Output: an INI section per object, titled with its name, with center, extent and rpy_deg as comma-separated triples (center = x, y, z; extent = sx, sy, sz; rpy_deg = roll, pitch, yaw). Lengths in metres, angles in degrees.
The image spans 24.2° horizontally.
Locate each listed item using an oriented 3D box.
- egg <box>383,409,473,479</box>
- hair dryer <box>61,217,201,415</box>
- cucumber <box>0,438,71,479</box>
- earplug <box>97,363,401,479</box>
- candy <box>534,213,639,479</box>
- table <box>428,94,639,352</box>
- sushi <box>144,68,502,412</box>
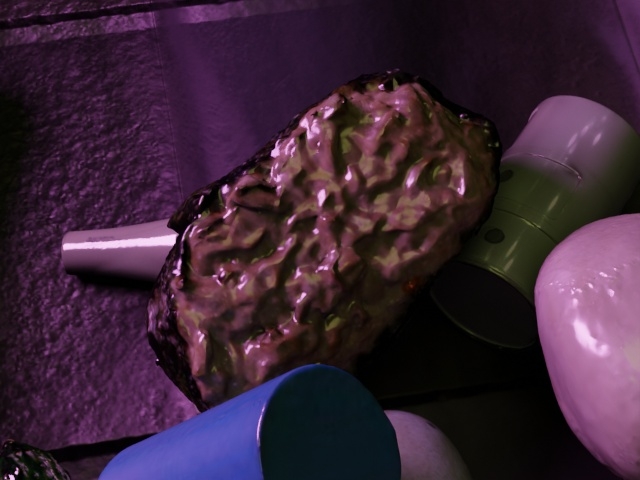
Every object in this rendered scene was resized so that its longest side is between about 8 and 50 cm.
[egg]
center = 0.047, 0.249, 1.195
extent = 0.169, 0.169, 0.236
rpy_deg = 13, 59, 6
[hair dryer]
center = -0.148, 0.057, 1.377
extent = 0.219, 0.088, 0.225
rpy_deg = 18, 74, 16
[cucumber]
center = -0.183, 0.302, 1.199
extent = 0.096, 0.096, 0.359
rpy_deg = -29, 64, -18
[earplug]
center = -0.078, 0.190, 1.143
extent = 0.132, 0.273, 0.132
rpy_deg = 17, 62, -36
[candy]
center = 0.310, 0.084, 1.256
extent = 0.295, 0.185, 0.295
rpy_deg = 28, 37, -24
[table]
center = 0.203, -0.017, 1.391
extent = 0.126, 0.126, 0.220
rpy_deg = 29, 61, 15
[sushi]
center = 0.000, 0.000, 1.269
extent = 0.350, 0.171, 0.211
rpy_deg = -44, 93, -12
